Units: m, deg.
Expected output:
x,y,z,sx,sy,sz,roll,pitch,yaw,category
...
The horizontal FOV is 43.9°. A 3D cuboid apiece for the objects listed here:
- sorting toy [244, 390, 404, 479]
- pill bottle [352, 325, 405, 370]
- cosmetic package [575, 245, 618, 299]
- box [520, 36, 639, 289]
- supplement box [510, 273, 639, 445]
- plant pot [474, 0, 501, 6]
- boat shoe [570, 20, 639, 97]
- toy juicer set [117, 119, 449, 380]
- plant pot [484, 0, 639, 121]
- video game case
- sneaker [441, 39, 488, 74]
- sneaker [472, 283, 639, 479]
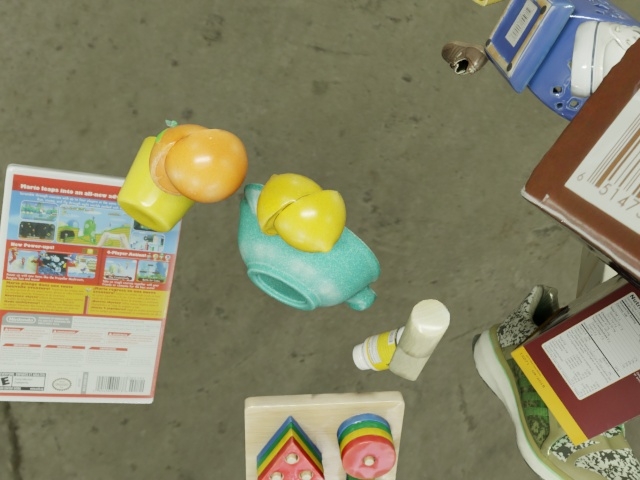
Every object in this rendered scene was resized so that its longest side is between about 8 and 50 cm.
x,y,z,sx,sy,sz,roll,pitch,yaw,category
0.006,0.377,1.313,0.257,0.089,0.255,-1,123,-6,sorting toy
0.115,0.193,1.398,0.116,0.065,0.065,-22,84,39,pill bottle
0.644,0.020,1.716,0.113,0.309,0.160,19,147,3,cosmetic package
0.323,0.037,0.517,0.143,0.381,0.191,-54,36,11,box
0.367,0.113,0.936,0.194,0.191,0.129,-40,79,34,supplement box
0.172,-0.283,0.764,0.081,0.083,0.081,48,140,34,plant pot
0.350,-0.226,0.945,0.076,0.226,0.083,7,119,25,boat shoe
0.000,0.000,0.644,0.329,0.209,0.089,33,69,-10,toy juicer set
0.493,-0.413,1.669,0.212,0.236,0.236,17,122,-20,plant pot
-0.282,0.061,0.953,0.025,0.204,0.285,-140,59,-64,video game case
0.335,-0.440,1.930,0.066,0.188,0.071,41,85,-23,sneaker
0.354,0.204,1.115,0.182,0.158,0.410,-69,28,25,sneaker
